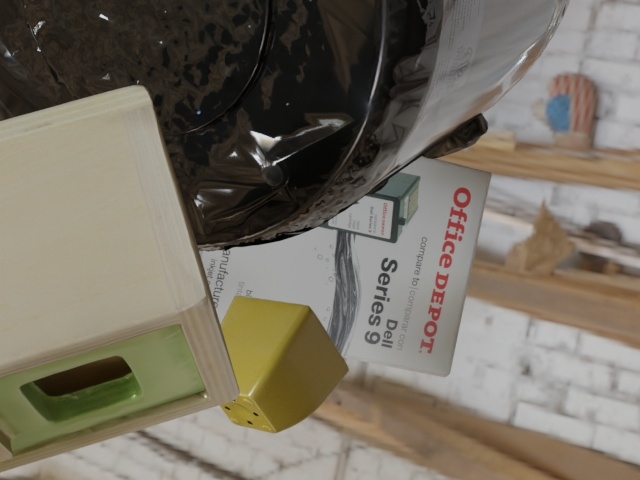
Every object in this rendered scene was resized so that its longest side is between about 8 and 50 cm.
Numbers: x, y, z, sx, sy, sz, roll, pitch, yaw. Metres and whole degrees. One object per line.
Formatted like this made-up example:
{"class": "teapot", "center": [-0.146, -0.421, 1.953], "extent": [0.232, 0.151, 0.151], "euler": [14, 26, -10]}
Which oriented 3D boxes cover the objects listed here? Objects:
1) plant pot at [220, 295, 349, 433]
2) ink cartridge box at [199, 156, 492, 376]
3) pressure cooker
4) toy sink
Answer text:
{"class": "plant pot", "center": [-0.042, 0.104, 0.968], "extent": [0.081, 0.083, 0.081], "euler": [5, 138, 38]}
{"class": "ink cartridge box", "center": [0.000, 0.000, 1.193], "extent": [0.289, 0.211, 0.121], "euler": [12, 179, -12]}
{"class": "pressure cooker", "center": [-0.010, -0.214, 0.879], "extent": [0.370, 0.375, 0.420], "euler": [-39, 178, 38]}
{"class": "toy sink", "center": [-0.172, 0.042, 0.611], "extent": [0.234, 0.131, 0.153], "euler": [-16, 156, -6]}
